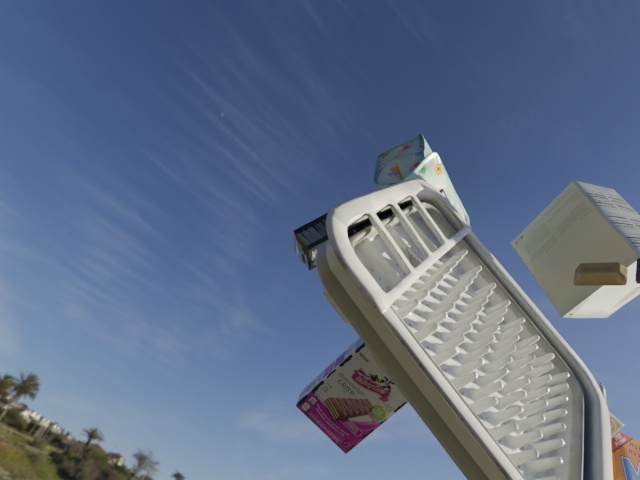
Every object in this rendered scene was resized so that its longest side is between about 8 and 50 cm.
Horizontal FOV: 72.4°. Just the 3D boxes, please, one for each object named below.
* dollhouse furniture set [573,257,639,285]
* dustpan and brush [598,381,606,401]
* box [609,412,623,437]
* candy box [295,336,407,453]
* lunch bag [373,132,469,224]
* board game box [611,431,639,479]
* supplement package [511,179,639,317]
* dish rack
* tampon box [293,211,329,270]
[{"bbox_3d":[0.437,0.049,0.629,0.114,0.091,0.081,-6,-46,44],"label":"dollhouse furniture set"},{"bbox_3d":[0.647,0.436,1.023,0.060,0.147,0.211,-11,-89,23],"label":"dustpan and brush"},{"bbox_3d":[0.668,0.506,1.164,0.114,0.203,0.103,38,5,1],"label":"box"},{"bbox_3d":[0.083,0.331,0.963,0.159,0.071,0.233,44,-77,0],"label":"candy box"},{"bbox_3d":[0.229,-0.095,1.008,0.160,0.262,0.223,-25,-68,19],"label":"lunch bag"},{"bbox_3d":[0.944,0.879,1.399,0.356,0.357,0.356,27,-39,-3],"label":"board game box"},{"bbox_3d":[0.554,0.023,0.901,0.149,0.203,0.194,5,-44,-26],"label":"supplement package"},{"bbox_3d":[0.143,0.095,0.433,0.333,0.285,0.072,52,-58,9],"label":"dish rack"},{"bbox_3d":[0.000,0.000,1.487,0.101,0.161,0.120,49,-24,31],"label":"tampon box"}]
